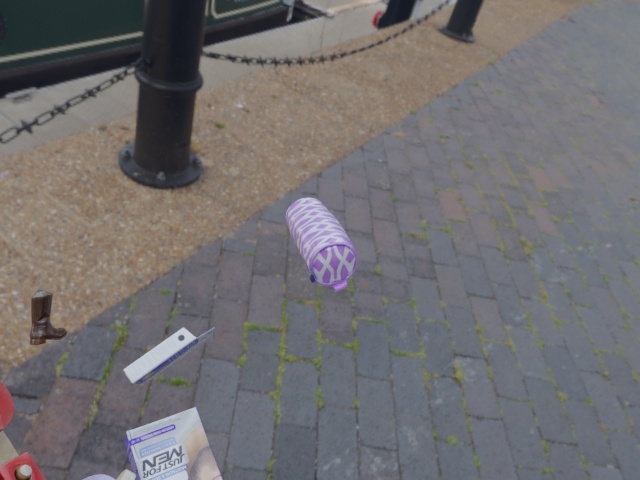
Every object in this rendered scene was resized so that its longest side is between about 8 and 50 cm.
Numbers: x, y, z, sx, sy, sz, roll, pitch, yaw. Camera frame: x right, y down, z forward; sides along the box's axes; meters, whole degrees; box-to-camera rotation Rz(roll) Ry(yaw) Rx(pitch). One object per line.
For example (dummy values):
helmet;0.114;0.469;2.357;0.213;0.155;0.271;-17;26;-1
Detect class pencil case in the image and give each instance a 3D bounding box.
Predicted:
pencil case;0.000;0.000;0.935;0.086;0.088;0.206;-24;32;-2

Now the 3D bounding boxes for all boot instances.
boot;-0.583;0.158;1.187;0.037;0.114;0.106;4;5;9

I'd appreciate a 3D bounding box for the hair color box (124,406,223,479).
hair color box;-0.343;0.610;1.359;0.185;0.110;0.339;-13;62;-31

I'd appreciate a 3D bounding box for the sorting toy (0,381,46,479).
sorting toy;-0.409;0.258;0.579;0.255;0.089;0.257;52;13;8

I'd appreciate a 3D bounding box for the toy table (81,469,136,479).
toy table;-0.484;0.614;1.151;0.252;0.161;0.274;30;43;-26

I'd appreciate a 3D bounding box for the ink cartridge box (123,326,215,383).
ink cartridge box;-0.343;0.257;1.275;0.208;0.206;0.045;-33;83;-19
